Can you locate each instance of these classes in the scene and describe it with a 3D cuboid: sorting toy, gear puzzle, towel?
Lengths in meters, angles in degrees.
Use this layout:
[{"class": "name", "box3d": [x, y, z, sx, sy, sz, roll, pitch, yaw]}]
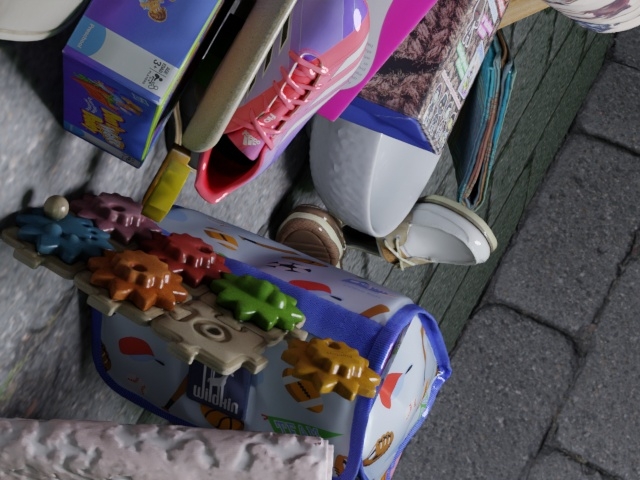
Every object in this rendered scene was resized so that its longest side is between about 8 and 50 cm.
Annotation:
[{"class": "sorting toy", "box3d": [-0.085, -0.149, 0.983, 0.307, 0.041, 0.229, -59, -168, 12]}, {"class": "gear puzzle", "box3d": [-0.098, 0.043, 0.991, 0.175, 0.339, 0.044, -26, 143, -63]}, {"class": "towel", "box3d": [0.220, -0.255, 1.768, 0.370, 0.040, 0.271, -96, -169, -48]}, {"class": "towel", "box3d": [-0.155, 0.273, 1.166, 0.317, 0.331, 0.053, 91, 2, -52]}]

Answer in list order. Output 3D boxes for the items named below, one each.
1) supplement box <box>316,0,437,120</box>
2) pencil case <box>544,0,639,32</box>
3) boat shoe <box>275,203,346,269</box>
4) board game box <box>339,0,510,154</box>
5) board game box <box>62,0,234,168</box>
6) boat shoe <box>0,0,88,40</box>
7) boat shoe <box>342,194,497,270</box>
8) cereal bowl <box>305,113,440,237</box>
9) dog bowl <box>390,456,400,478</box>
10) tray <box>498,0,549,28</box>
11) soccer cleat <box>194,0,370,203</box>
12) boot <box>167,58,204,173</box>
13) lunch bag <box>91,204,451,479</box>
[{"class": "supplement box", "box3d": [0.027, -0.230, 1.067, 0.220, 0.111, 0.114, -46, -156, 45]}, {"class": "pencil case", "box3d": [0.276, -0.317, 1.168, 0.183, 0.160, 0.410, -57, 164, 15]}, {"class": "boat shoe", "box3d": [-0.008, -0.002, 1.649, 0.257, 0.095, 0.095, 88, 16, -66]}, {"class": "board game box", "box3d": [0.076, -0.279, 1.275, 0.291, 0.232, 0.141, -66, 162, -5]}, {"class": "board game box", "box3d": [-0.090, -0.244, 0.940, 0.347, 0.078, 0.233, -62, -173, -12]}, {"class": "boat shoe", "box3d": [-0.264, -0.178, 0.674, 0.112, 0.095, 0.335, -61, 160, 16]}, {"class": "boat shoe", "box3d": [0.130, -0.005, 1.715, 0.103, 0.302, 0.113, -43, 121, -21]}, {"class": "cereal bowl", "box3d": [0.079, -0.183, 1.558, 0.339, 0.141, 0.339, -55, 160, -32]}, {"class": "dog bowl", "box3d": [0.001, 0.312, 1.625, 0.408, 0.150, 0.408, -55, 159, -33]}, {"class": "tray", "box3d": [0.298, -0.456, 1.558, 0.076, 0.202, 0.411, 50, 35, -31]}, {"class": "soccer cleat", "box3d": [-0.036, -0.123, 1.006, 0.248, 0.083, 0.095, -45, -164, 46]}, {"class": "boot", "box3d": [-0.084, -0.103, 1.185, 0.077, 0.137, 0.198, -62, 163, -16]}, {"class": "lunch bag", "box3d": [-0.052, 0.116, 1.253, 0.239, 0.327, 0.385, -63, 164, -16]}]
